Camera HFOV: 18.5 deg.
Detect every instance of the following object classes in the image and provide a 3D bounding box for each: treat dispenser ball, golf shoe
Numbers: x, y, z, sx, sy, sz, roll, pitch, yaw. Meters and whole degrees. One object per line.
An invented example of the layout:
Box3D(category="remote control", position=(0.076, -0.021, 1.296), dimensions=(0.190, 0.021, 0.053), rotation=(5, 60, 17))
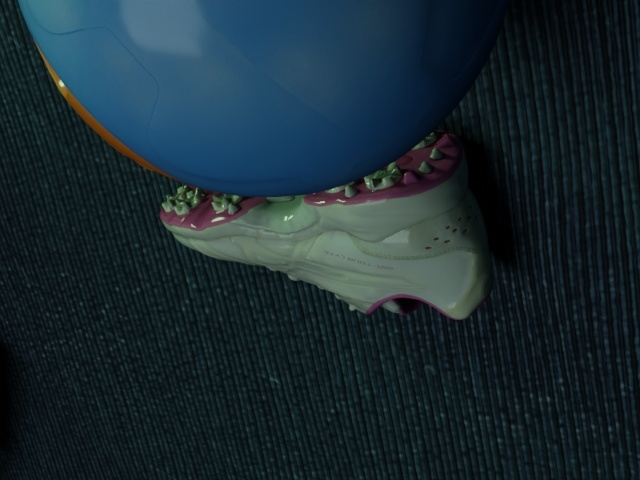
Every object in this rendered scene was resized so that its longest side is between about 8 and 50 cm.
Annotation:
Box3D(category="treat dispenser ball", position=(-0.032, -0.168, 1.125), dimensions=(0.288, 0.288, 0.288), rotation=(30, 142, 27))
Box3D(category="golf shoe", position=(0.000, 0.000, 1.419), dimensions=(0.306, 0.115, 0.140), rotation=(1, 127, 50))
